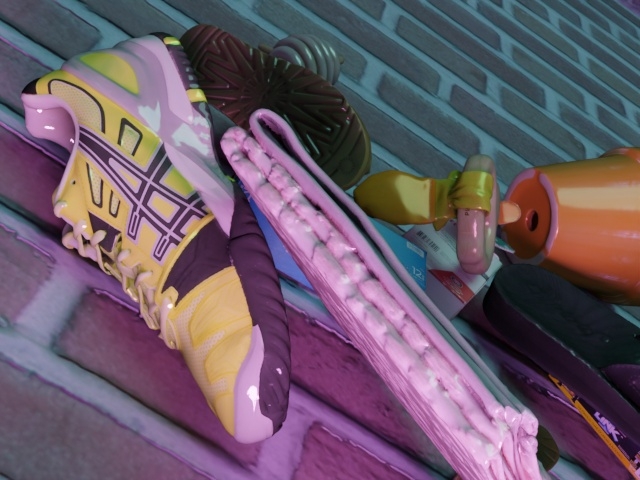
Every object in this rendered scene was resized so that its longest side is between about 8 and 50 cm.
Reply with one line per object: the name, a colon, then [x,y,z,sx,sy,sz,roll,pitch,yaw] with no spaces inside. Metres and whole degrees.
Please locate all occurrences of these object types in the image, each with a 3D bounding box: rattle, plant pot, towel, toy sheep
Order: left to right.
toy sheep: [-0.022,-0.213,1.245,0.132,0.091,0.091,-25,67,-37]
towel: [0.069,0.086,0.769,0.332,0.053,0.317,51,-5,35]
rattle: [0.135,-0.025,1.100,0.200,0.143,0.130,-25,100,-74]
plant pot: [0.339,-0.022,1.284,0.188,0.205,0.205,4,43,-22]

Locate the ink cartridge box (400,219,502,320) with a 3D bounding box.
ink cartridge box: [0.128,0.029,1.108,0.099,0.056,0.135,44,30,8]

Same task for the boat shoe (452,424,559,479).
boat shoe: [0.160,0.212,0.924,0.153,0.048,0.056,-22,76,-48]

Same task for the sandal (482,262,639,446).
sandal: [0.367,0.145,1.027,0.446,0.107,0.168,35,31,19]

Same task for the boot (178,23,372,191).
boot: [-0.002,-0.109,1.019,0.236,0.089,0.269,43,8,23]

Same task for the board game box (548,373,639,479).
board game box: [0.358,0.185,1.130,0.141,0.048,0.170,-12,54,-42]

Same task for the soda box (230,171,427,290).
soda box: [0.000,0.000,0.998,0.210,0.071,0.067,31,29,-12]

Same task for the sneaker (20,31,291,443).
sneaker: [-0.133,0.001,0.835,0.147,0.145,0.384,-17,59,-17]
